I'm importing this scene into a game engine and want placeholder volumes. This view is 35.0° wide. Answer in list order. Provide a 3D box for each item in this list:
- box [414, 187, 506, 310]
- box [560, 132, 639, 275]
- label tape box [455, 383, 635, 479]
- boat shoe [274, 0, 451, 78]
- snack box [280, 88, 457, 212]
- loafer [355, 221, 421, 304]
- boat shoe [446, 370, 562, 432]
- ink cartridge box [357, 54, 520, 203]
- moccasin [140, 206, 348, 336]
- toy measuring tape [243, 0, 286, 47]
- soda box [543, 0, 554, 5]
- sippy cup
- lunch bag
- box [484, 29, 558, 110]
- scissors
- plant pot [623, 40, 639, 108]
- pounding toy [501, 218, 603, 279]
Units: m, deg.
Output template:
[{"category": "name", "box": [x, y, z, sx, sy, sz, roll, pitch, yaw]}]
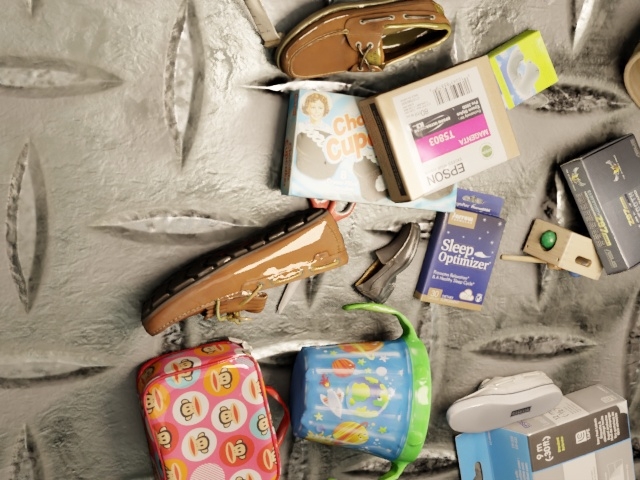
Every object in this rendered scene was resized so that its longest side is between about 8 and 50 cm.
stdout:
[{"category": "box", "box": [0.273, 0.017, 1.951, 0.136, 0.036, 0.225, 11, 99, -21]}, {"category": "box", "box": [0.575, -0.072, 1.948, 0.183, 0.059, 0.232, -24, 90, -37]}, {"category": "label tape box", "box": [0.468, 0.471, 2.092, 0.348, 0.115, 0.249, -16, 108, -16]}, {"category": "boat shoe", "box": [0.076, -0.343, 1.734, 0.307, 0.104, 0.110, -24, 143, -11]}, {"category": "snack box", "box": [0.095, -0.157, 1.817, 0.322, 0.060, 0.187, 5, 92, -20]}, {"category": "loafer", "box": [0.128, 0.036, 1.893, 0.061, 0.062, 0.170, 28, 92, -18]}, {"category": "boat shoe", "box": [0.355, 0.317, 2.029, 0.258, 0.084, 0.095, -4, 131, -25]}, {"category": "ink cartridge box", "box": [0.209, -0.195, 1.777, 0.235, 0.088, 0.193, -24, 98, -18]}, {"category": "moccasin", "box": [-0.131, 0.077, 1.778, 0.380, 0.139, 0.147, -26, 104, -16]}, {"category": "toy measuring tape", "box": [-0.124, -0.475, 1.665, 0.121, 0.121, 0.330, -37, 129, -7]}, {"category": "soda box", "box": [0.363, -0.522, 1.782, 0.074, 0.069, 0.216, -42, 90, -14]}, {"category": "sippy cup", "box": [0.063, 0.283, 1.856, 0.224, 0.305, 0.240, 5, 142, -10]}, {"category": "lunch bag", "box": [-0.183, 0.331, 1.827, 0.258, 0.120, 0.293, -13, 107, -16]}, {"category": "box", "box": [0.344, -0.304, 1.890, 0.178, 0.042, 0.109, -31, 111, -10]}, {"category": "scissors", "box": [0.000, 0.000, 1.859, 0.109, 0.021, 0.297, 9, 99, -23]}, {"category": "plant pot", "box": [0.774, -0.373, 1.901, 0.323, 0.323, 0.280, 35, 75, -23]}, {"category": "pounding toy", "box": [0.456, 0.024, 1.975, 0.141, 0.130, 0.100, 17, 97, -31]}]
